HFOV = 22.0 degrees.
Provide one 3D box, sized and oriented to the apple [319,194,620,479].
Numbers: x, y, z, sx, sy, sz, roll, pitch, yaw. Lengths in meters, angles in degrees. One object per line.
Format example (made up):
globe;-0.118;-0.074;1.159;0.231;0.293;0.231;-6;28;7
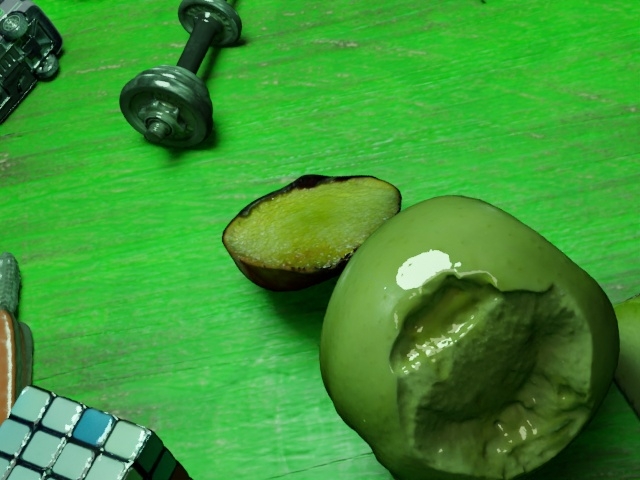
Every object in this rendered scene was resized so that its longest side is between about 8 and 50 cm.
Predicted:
apple;0.130;0.095;1.506;0.279;0.279;0.279;-8;57;12

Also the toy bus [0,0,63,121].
toy bus;-0.405;-0.200;1.955;0.108;0.096;0.199;28;73;35

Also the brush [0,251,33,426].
brush;-0.346;0.150;1.737;0.070;0.051;0.323;-12;56;13

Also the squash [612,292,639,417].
squash;0.363;0.093;1.538;0.184;0.085;0.192;-29;56;-1

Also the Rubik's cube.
Rubik's cube;-0.232;0.254;1.578;0.154;0.151;0.155;15;65;26

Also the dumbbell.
dumbbell;-0.145;-0.212;1.884;0.110;0.110;0.254;7;54;21

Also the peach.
peach;0.001;0.003;1.670;0.189;0.068;0.279;-22;21;0
